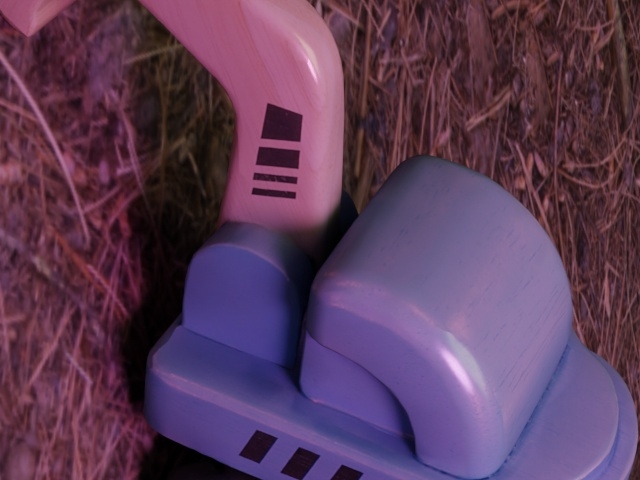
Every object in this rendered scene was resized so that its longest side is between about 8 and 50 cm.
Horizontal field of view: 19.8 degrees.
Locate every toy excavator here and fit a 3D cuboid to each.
[{"bbox_3d":[0.000,0.000,1.098,0.222,0.433,0.445,-51,157,-49],"label":"toy excavator"}]
